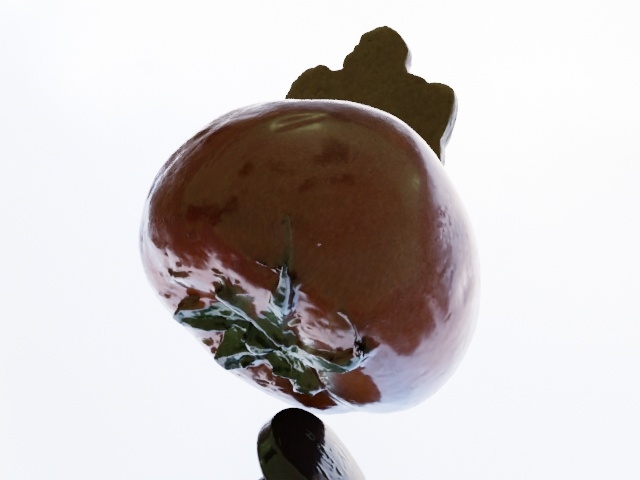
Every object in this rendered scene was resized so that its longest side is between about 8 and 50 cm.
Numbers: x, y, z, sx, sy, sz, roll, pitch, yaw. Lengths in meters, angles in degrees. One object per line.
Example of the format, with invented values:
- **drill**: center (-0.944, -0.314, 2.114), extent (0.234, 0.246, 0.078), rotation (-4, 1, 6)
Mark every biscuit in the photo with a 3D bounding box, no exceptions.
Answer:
- **biscuit**: center (0.044, -0.114, 1.685), extent (0.269, 0.051, 0.376), rotation (10, -105, 26)

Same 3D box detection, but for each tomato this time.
- **tomato**: center (0.000, 0.000, 1.194), extent (0.341, 0.341, 0.273), rotation (20, -120, 23)

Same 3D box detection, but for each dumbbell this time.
- **dumbbell**: center (-0.071, 0.269, 1.201), extent (0.225, 0.124, 0.140), rotation (-36, -93, 20)
